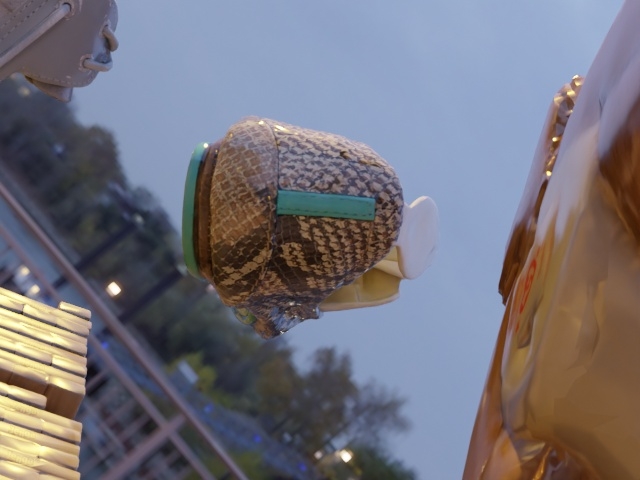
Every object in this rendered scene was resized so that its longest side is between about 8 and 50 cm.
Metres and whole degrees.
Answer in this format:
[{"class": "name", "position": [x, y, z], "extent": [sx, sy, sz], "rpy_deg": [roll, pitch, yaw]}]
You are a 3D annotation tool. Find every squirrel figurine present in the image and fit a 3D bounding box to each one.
[{"class": "squirrel figurine", "position": [0.261, 0.057, 0.507], "extent": [0.371, 0.281, 0.397], "rpy_deg": [16, 13, 2]}]

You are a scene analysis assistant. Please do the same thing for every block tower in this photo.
[{"class": "block tower", "position": [-0.236, 0.148, 0.960], "extent": [0.097, 0.091, 0.335], "rpy_deg": [22, 17, -15]}]

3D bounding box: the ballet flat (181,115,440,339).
[{"class": "ballet flat", "position": [0.000, 0.000, 1.003], "extent": [0.483, 0.182, 0.164], "rpy_deg": [113, -19, -86]}]

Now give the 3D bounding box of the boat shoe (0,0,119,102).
[{"class": "boat shoe", "position": [-0.127, -0.090, 0.518], "extent": [0.081, 0.227, 0.079], "rpy_deg": [55, -6, -20]}]
